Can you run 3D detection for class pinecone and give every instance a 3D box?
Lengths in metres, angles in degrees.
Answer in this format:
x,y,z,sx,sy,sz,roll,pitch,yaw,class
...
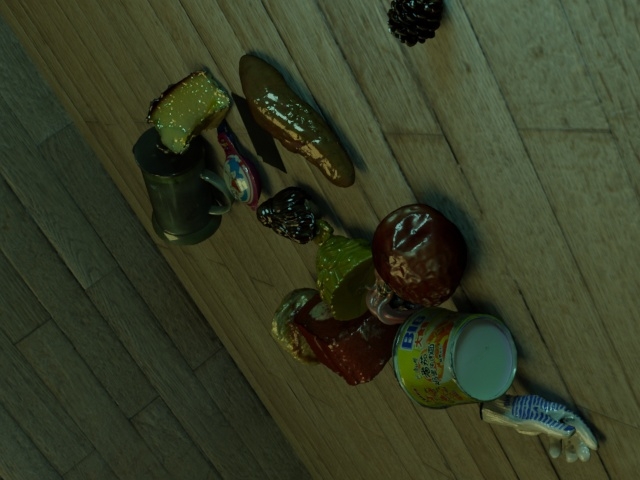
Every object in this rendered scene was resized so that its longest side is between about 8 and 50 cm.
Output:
x,y,z,sx,sy,sz,roll,pitch,yaw,class
0.128,-0.302,1.161,0.077,0.077,0.083,51,151,0,pinecone

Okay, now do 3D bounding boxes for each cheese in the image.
x,y,z,sx,sy,sz,roll,pitch,yaw,class
-0.205,-0.182,2.112,0.155,0.062,0.244,1,115,65,cheese

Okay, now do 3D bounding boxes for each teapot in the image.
x,y,z,sx,sy,sz,roll,pitch,yaw,class
-0.361,-0.150,2.355,0.270,0.200,0.337,17,148,14,teapot

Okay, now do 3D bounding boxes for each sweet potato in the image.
x,y,z,sx,sy,sz,roll,pitch,yaw,class
-0.063,-0.234,1.655,0.354,0.095,0.106,50,-159,14,sweet potato

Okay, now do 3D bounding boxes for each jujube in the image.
x,y,z,sx,sy,sz,roll,pitch,yaw,class
0.180,0.035,1.538,0.168,0.168,0.236,39,172,31,jujube

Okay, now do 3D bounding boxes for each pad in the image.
x,y,z,sx,sy,sz,roll,pitch,yaw,class
-0.138,-0.239,1.951,0.116,0.004,0.193,31,151,44,pad

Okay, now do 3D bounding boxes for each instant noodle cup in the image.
x,y,z,sx,sy,sz,roll,pitch,yaw,class
0.260,0.216,1.625,0.205,0.205,0.153,56,150,-12,instant noodle cup

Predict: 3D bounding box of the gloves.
x,y,z,sx,sy,sz,roll,pitch,yaw,class
0.406,0.337,1.621,0.229,0.097,0.119,25,179,28,gloves

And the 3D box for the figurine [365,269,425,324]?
x,y,z,sx,sy,sz,roll,pitch,yaw,class
0.143,0.099,1.771,0.114,0.126,0.157,-14,125,19,figurine

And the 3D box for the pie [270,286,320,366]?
x,y,z,sx,sy,sz,roll,pitch,yaw,class
-0.027,0.222,2.258,0.205,0.179,0.084,49,167,-12,pie

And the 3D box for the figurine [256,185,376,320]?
x,y,z,sx,sy,sz,roll,pitch,yaw,class
0.004,-0.002,1.890,0.315,0.168,0.187,50,173,32,figurine

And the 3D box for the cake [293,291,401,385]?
x,y,z,sx,sy,sz,roll,pitch,yaw,class
0.069,0.208,2.033,0.151,0.177,0.283,59,164,-21,cake

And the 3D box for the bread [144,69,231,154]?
x,y,z,sx,sy,sz,roll,pitch,yaw,class
-0.304,-0.291,1.985,0.140,0.160,0.169,51,154,0,bread
